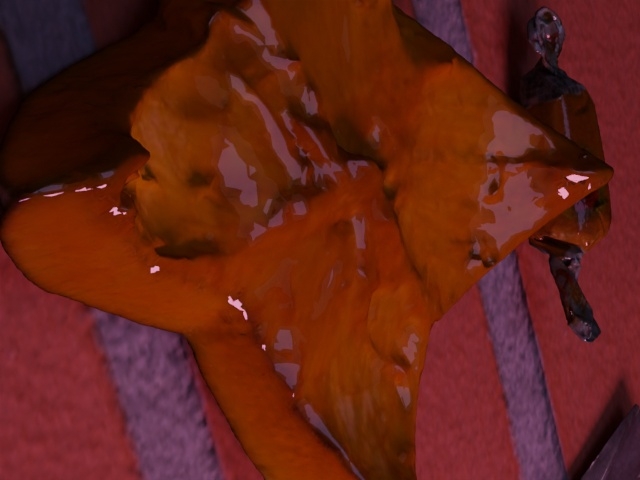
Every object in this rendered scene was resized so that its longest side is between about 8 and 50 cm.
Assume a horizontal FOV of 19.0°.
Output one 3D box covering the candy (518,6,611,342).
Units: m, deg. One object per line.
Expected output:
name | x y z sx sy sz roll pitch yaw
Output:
candy | 0.128 -0.035 1.036 0.053 0.046 0.182 -4 86 -53

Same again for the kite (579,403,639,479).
kite | 0.198 0.261 1.157 0.169 0.015 0.310 -54 130 -41

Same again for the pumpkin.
pumpkin | -0.002 -0.027 0.797 0.290 0.095 0.258 50 53 -38
